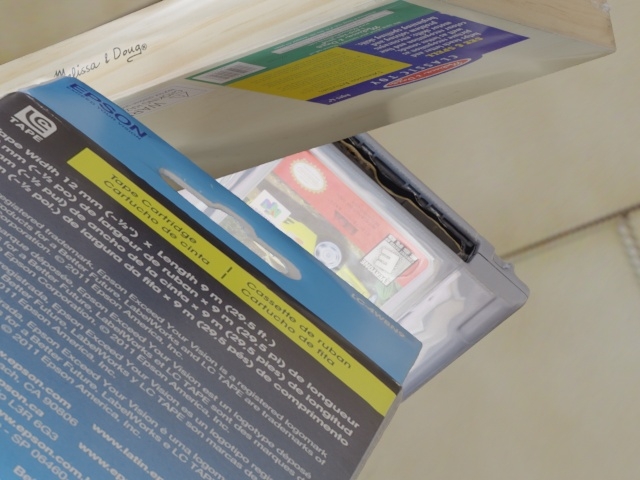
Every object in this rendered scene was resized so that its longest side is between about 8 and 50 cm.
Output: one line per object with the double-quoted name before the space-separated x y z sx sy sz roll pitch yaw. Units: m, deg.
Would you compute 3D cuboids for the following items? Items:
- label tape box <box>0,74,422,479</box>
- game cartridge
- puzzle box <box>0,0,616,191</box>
"label tape box" -0.110 0.068 0.840 0.249 0.347 0.115 38 112 0
"game cartridge" 0.000 0.000 1.473 0.294 0.060 0.196 41 134 -5
"puzzle box" -0.045 -0.105 1.202 0.409 0.272 0.052 -16 79 32
